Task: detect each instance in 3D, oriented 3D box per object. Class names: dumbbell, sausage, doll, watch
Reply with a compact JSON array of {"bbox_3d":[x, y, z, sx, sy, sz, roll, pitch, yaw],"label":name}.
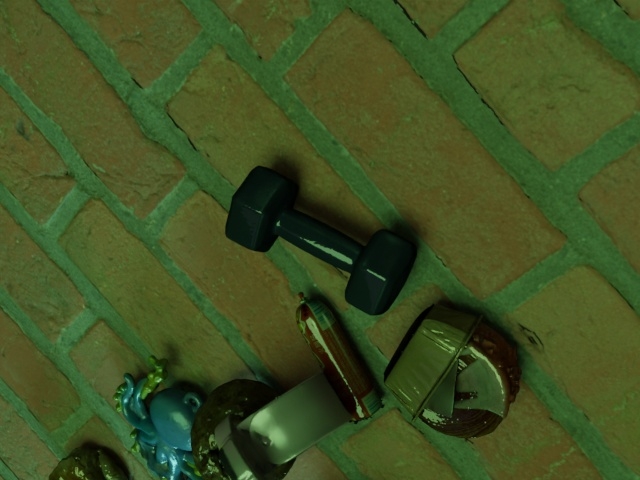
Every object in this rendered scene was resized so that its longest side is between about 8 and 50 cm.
[{"bbox_3d":[0.000,0.000,1.493,0.325,0.144,0.160,28,124,15],"label":"dumbbell"},{"bbox_3d":[0.026,0.210,1.622,0.083,0.083,0.264,-24,98,34],"label":"sausage"},{"bbox_3d":[-0.312,0.429,1.902,0.346,0.099,0.341,45,137,10],"label":"doll"},{"bbox_3d":[-0.053,0.355,1.546,0.231,0.244,0.196,-32,81,-3],"label":"watch"}]

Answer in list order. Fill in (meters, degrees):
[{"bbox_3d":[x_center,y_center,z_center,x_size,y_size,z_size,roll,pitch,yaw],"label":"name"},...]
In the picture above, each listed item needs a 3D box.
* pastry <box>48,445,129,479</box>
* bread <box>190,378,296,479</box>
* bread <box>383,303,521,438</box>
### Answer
[{"bbox_3d":[-0.563,0.599,2.100,0.229,0.100,0.218,-9,108,29],"label":"pastry"},{"bbox_3d":[-0.148,0.393,1.722,0.230,0.123,0.230,0,88,-1],"label":"bread"},{"bbox_3d":[0.228,0.233,1.483,0.212,0.142,0.224,35,123,13],"label":"bread"}]
